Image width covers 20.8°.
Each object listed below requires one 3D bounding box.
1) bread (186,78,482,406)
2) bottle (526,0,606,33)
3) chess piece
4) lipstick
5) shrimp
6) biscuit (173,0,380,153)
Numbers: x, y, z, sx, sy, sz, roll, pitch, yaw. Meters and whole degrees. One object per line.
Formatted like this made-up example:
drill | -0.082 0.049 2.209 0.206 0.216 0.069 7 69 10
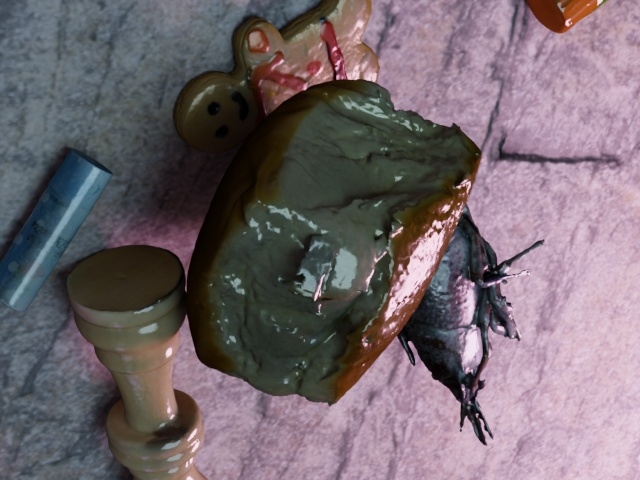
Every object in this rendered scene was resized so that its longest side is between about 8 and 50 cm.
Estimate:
bread | 0.000 0.000 1.668 0.279 0.225 0.250 -58 173 -49
bottle | 0.309 -0.301 1.880 0.187 0.069 0.069 -39 130 -11
chess piece | -0.166 0.196 1.783 0.117 0.117 0.397 -24 127 -23
lipstick | -0.258 -0.009 1.648 0.048 0.048 0.158 29 96 -42
shrimp | 0.159 0.059 1.898 0.372 0.172 0.137 63 31 -32
biscuit | -0.040 -0.158 1.736 0.234 0.030 0.153 -27 125 -22
